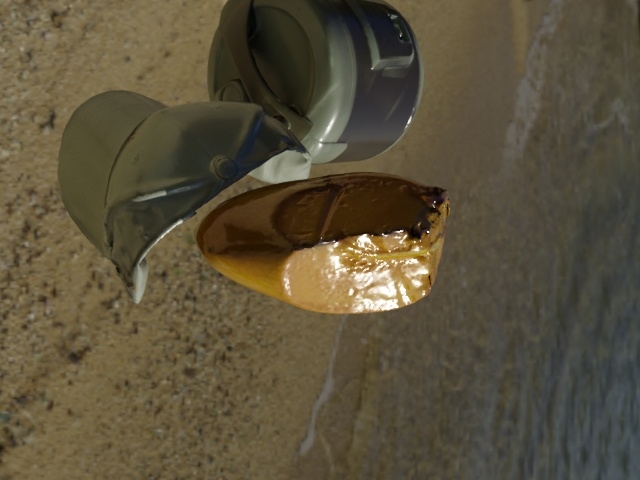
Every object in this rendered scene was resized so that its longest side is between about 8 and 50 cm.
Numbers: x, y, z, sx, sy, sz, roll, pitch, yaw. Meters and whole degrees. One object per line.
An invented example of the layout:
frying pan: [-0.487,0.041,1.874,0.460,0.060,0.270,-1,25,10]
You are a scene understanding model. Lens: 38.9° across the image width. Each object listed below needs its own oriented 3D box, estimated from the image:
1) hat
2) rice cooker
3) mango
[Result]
hat: [-0.176,-0.103,1.011,0.258,0.301,0.168,-38,145,-24]
rice cooker: [-0.016,-0.294,1.599,0.325,0.335,0.335,-9,97,-49]
mango: [0.000,0.000,0.888,0.154,0.252,0.126,-82,171,-56]
